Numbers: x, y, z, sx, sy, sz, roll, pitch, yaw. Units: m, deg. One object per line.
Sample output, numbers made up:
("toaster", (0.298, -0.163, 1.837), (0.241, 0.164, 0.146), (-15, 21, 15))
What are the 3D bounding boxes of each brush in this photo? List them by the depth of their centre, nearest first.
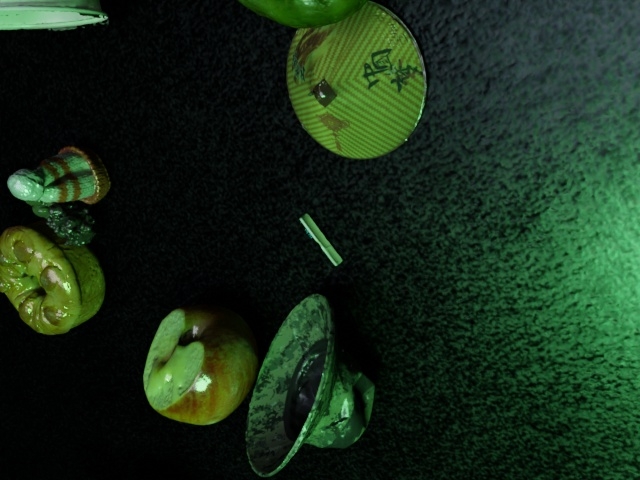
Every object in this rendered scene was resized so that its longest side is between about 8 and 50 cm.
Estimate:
("brush", (0.000, 0.000, 0.888), (0.083, 0.016, 0.013), (52, 142, 4))

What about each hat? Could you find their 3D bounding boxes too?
("hat", (0.020, -0.178, 0.749), (0.193, 0.082, 0.193), (14, 117, 28))
("hat", (0.002, 0.216, 0.906), (0.128, 0.265, 0.265), (25, 131, -18))
("hat", (-0.431, -0.096, 1.046), (0.112, 0.162, 0.093), (28, 122, 16))

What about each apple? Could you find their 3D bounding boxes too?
("apple", (-0.177, 0.187, 1.001), (0.195, 0.160, 0.173), (37, 118, 48))

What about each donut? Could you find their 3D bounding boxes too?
("donut", (-0.505, 0.068, 1.204), (0.227, 0.114, 0.226), (14, 118, 28))

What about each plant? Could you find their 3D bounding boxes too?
("plant", (-0.456, -0.050, 1.139), (0.174, 0.085, 0.087), (32, 86, 29))

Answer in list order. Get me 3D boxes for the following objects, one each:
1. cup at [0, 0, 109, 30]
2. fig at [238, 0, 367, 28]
("cup", (-0.425, -0.419, 0.854), (0.253, 0.253, 0.273), (7, 107, 32))
("fig", (-0.035, -0.329, 0.621), (0.195, 0.195, 0.245), (14, 161, 29))
